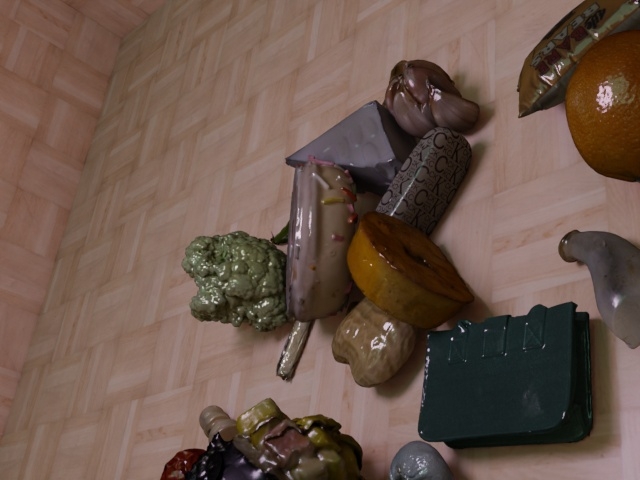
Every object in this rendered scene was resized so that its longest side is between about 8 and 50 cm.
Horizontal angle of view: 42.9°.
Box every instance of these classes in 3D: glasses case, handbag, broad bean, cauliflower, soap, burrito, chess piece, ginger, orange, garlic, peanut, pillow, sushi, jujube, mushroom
[{"bbox_3d":[0.205,-0.081,1.770,0.354,0.137,0.085,-58,41,6],"label":"glasses case"},{"bbox_3d":[0.322,0.244,1.440,0.327,0.089,0.238,-19,52,45],"label":"handbag"},{"bbox_3d":[-0.040,-0.092,2.162,0.318,0.056,0.098,-42,39,28],"label":"broad bean"},{"bbox_3d":[-0.210,0.129,2.052,0.327,0.260,0.281,34,117,19],"label":"cauliflower"},{"bbox_3d":[0.085,-0.157,1.930,0.302,0.159,0.257,-34,45,22],"label":"soap"},{"bbox_3d":[-0.060,0.247,1.964,0.045,0.041,0.185,21,80,13],"label":"burrito"},{"bbox_3d":[-0.253,0.465,2.013,0.170,0.094,0.094,24,85,59],"label":"chess piece"},{"bbox_3d":[0.201,-0.374,2.043,0.095,0.069,0.190,144,143,-65],"label":"ginger"},{"bbox_3d":[0.534,-0.219,1.356,0.264,0.264,0.264,-31,45,36],"label":"orange"},{"bbox_3d":[0.245,-0.305,1.854,0.160,0.191,0.214,-54,41,28],"label":"garlic"},{"bbox_3d":[0.110,0.201,1.718,0.196,0.110,0.233,-59,36,3],"label":"peanut"},{"bbox_3d":[0.496,-0.371,1.565,0.310,0.119,0.312,-41,7,23],"label":"pillow"},{"bbox_3d":[-0.070,0.471,1.601,0.285,0.328,0.329,-54,19,-15],"label":"sushi"},{"bbox_3d":[-0.299,0.612,1.900,0.174,0.174,0.250,-39,35,28],"label":"jujube"},{"bbox_3d":[0.490,0.054,1.361,0.118,0.103,0.270,-40,29,18],"label":"mushroom"}]

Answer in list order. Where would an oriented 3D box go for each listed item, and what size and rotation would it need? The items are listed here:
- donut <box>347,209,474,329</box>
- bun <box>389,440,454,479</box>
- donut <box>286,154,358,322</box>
[{"bbox_3d":[0.169,0.064,1.614,0.108,0.278,0.277,-56,34,22],"label":"donut"},{"bbox_3d":[0.177,0.432,1.453,0.141,0.083,0.140,30,128,49],"label":"bun"},{"bbox_3d":[0.000,0.000,1.851,0.382,0.143,0.382,-176,90,-84],"label":"donut"}]
